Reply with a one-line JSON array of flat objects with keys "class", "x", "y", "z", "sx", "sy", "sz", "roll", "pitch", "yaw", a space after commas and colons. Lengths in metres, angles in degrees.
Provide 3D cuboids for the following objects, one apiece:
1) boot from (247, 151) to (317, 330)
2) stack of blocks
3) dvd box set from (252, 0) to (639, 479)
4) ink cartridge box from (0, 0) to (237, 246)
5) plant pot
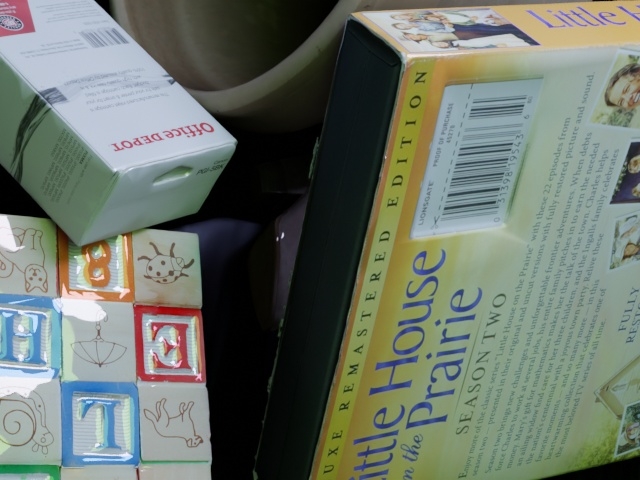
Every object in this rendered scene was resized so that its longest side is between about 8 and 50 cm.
[{"class": "boot", "x": 0.000, "y": 0.000, "z": 0.982, "sx": 0.087, "sy": 0.042, "sz": 0.118, "roll": 6, "pitch": 72, "yaw": -30}, {"class": "stack of blocks", "x": -0.206, "y": 0.076, "z": 0.803, "sx": 0.297, "sy": 0.087, "sz": 0.171, "roll": 6, "pitch": 72, "yaw": -32}, {"class": "dvd box set", "x": 0.176, "y": 0.005, "z": 0.953, "sx": 0.420, "sy": 0.307, "sz": 0.062, "roll": -8, "pitch": 35, "yaw": -30}, {"class": "ink cartridge box", "x": -0.127, "y": -0.067, "z": 0.851, "sx": 0.135, "sy": 0.056, "sz": 0.099, "roll": 45, "pitch": 34, "yaw": 20}, {"class": "plant pot", "x": 0.038, "y": -0.174, "z": 0.959, "sx": 0.229, "sy": 0.263, "sz": 0.263, "roll": 16, "pitch": 67, "yaw": -43}]
